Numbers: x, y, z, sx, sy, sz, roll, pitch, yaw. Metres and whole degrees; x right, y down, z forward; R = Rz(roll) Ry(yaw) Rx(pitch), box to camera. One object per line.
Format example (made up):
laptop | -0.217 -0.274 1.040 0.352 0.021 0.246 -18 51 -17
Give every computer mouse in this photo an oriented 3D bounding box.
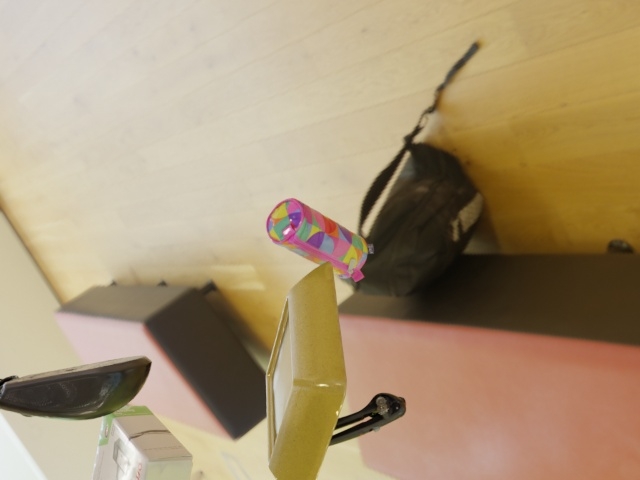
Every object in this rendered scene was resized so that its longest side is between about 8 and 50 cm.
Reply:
computer mouse | -0.360 0.215 1.180 0.188 0.272 0.072 17 -117 -85

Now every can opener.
can opener | 0.071 0.331 1.555 0.073 0.186 0.059 62 -177 -47

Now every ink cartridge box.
ink cartridge box | -0.412 0.523 1.962 0.273 0.114 0.198 25 106 53

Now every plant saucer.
plant saucer | -0.040 0.256 1.569 0.333 0.081 0.333 -97 18 -52

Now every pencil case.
pencil case | 0.000 0.000 1.695 0.236 0.104 0.104 28 176 -43
